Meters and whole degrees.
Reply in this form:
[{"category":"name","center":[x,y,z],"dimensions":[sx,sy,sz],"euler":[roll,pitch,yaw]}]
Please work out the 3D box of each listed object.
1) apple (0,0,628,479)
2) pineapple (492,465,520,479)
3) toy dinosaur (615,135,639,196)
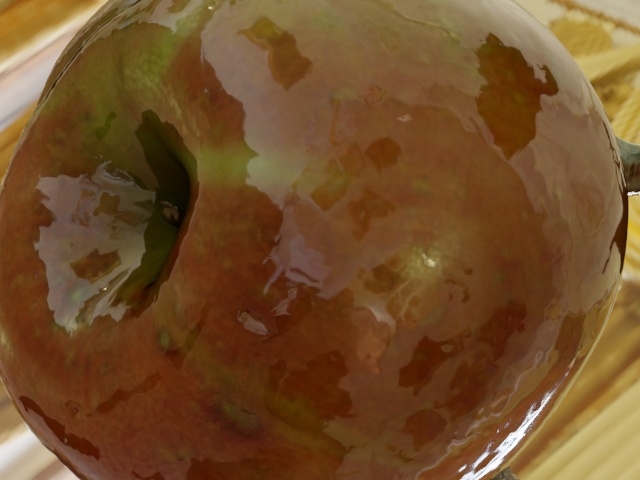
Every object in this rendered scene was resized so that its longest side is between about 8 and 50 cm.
[{"category":"apple","center":[0.000,0.000,0.438],"dimensions":[0.196,0.196,0.196],"euler":[49,-13,15]},{"category":"pineapple","center":[0.076,0.197,0.885],"dimensions":[0.272,0.262,0.262],"euler":[29,2,-32]},{"category":"toy dinosaur","center":[0.353,-0.026,0.844],"dimensions":[0.393,0.205,0.092],"euler":[34,13,10]}]
